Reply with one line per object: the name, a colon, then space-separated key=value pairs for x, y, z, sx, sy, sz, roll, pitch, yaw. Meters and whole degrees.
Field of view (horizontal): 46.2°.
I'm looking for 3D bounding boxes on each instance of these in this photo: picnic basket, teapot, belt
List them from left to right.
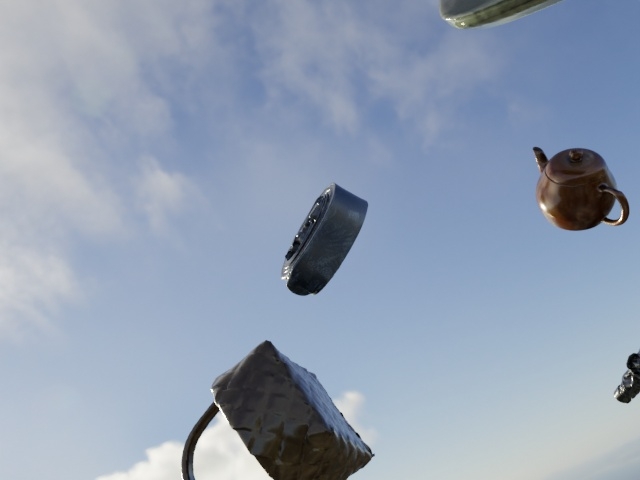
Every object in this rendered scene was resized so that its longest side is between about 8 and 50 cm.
picnic basket: x=-0.112 y=0.383 z=1.361 sx=0.337 sy=0.293 sz=0.337 roll=-28 pitch=-34 yaw=-20
belt: x=0.000 y=0.000 z=1.250 sx=0.190 sy=0.082 sz=0.141 roll=-59 pitch=12 yaw=12
teapot: x=0.358 y=-0.079 z=1.040 sx=0.116 sy=0.173 sz=0.116 roll=-17 pitch=-54 yaw=-25

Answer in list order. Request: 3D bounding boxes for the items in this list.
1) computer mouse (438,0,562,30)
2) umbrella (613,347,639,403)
computer mouse: x=0.269 y=-0.350 z=0.832 sx=0.330 sy=0.197 sz=0.095 roll=-19 pitch=-50 yaw=39
umbrella: x=0.667 y=0.273 z=1.562 sx=0.080 sy=0.071 sz=0.224 roll=17 pitch=-41 yaw=7
